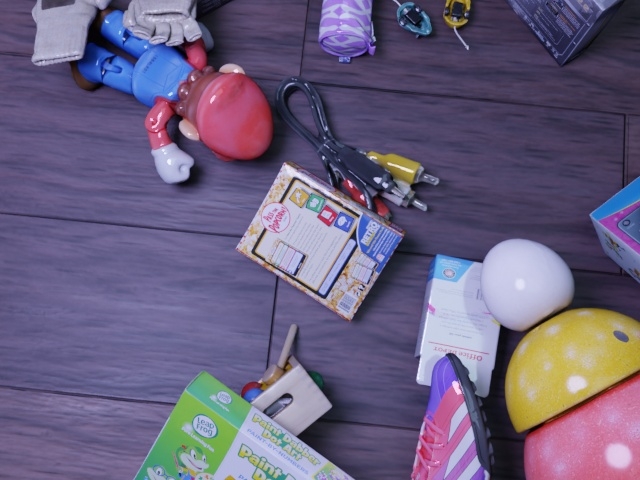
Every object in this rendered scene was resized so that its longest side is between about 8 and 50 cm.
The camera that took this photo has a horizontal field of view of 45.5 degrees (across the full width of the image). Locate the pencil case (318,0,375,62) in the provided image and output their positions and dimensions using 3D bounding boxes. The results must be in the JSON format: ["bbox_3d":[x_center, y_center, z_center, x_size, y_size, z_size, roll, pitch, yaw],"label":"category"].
[{"bbox_3d":[0.049,-0.379,1.149,0.088,0.086,0.206,4,82,8],"label":"pencil case"}]

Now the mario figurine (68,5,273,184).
[{"bbox_3d":[-0.206,-0.207,1.124,0.321,0.170,0.198,32,116,16],"label":"mario figurine"}]

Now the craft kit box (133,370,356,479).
[{"bbox_3d":[-0.107,0.326,0.963,0.250,0.061,0.246,34,116,6],"label":"craft kit box"}]

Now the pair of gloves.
[{"bbox_3d":[-0.289,-0.333,1.076,0.240,0.042,0.204,-13,57,0],"label":"pair of gloves"}]

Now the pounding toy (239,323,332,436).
[{"bbox_3d":[-0.053,0.198,1.028,0.141,0.130,0.100,-38,94,-7],"label":"pounding toy"}]

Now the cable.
[{"bbox_3d":[0.029,-0.118,1.135,0.287,0.072,0.139,41,98,19],"label":"cable"}]

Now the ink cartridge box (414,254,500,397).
[{"bbox_3d":[0.194,0.121,1.070,0.104,0.061,0.181,12,78,1],"label":"ink cartridge box"}]

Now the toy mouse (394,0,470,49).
[{"bbox_3d":[0.158,-0.368,1.183,0.143,0.031,0.161,4,79,0],"label":"toy mouse"}]

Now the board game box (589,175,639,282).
[{"bbox_3d":[0.530,0.005,0.959,0.224,0.097,0.303,-38,40,3],"label":"board game box"}]

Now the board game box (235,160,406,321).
[{"bbox_3d":[0.000,0.000,1.074,0.193,0.045,0.146,33,104,5],"label":"board game box"}]

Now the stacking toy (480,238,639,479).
[{"bbox_3d":[0.341,0.206,0.933,0.351,0.350,0.479,-28,73,-6],"label":"stacking toy"}]

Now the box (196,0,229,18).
[{"bbox_3d":[-0.140,-0.518,1.187,0.307,0.076,0.242,-32,81,-6],"label":"box"}]

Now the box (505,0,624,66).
[{"bbox_3d":[0.326,-0.389,1.112,0.056,0.183,0.231,-36,81,-7],"label":"box"}]

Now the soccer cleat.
[{"bbox_3d":[0.162,0.304,0.983,0.117,0.108,0.318,-8,98,2],"label":"soccer cleat"}]
